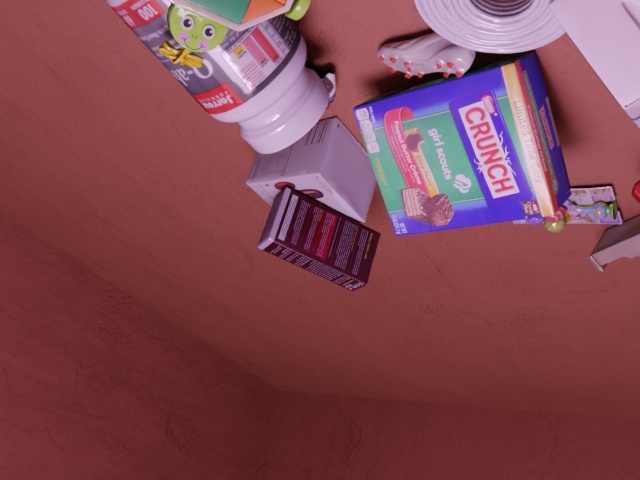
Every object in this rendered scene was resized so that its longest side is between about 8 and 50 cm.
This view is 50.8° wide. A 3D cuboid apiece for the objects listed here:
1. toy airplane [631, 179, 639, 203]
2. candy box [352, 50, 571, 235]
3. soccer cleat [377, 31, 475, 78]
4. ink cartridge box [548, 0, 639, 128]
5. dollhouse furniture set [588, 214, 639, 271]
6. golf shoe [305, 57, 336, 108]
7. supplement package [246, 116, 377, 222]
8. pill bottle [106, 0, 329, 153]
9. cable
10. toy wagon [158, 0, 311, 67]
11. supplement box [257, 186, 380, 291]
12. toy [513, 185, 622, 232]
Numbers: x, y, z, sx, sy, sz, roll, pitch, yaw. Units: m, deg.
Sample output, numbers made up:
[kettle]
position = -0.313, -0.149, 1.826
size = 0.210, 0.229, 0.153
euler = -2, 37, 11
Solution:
[toy airplane]
position = 0.777, -0.012, 1.129
size = 0.384, 0.273, 0.386
euler = 25, -176, -20
[candy box]
position = 0.251, -0.161, 1.208
size = 0.317, 0.122, 0.268
euler = -9, 110, 37
[soccer cleat]
position = 0.181, -0.320, 1.141
size = 0.196, 0.076, 0.068
euler = 18, 169, 45
[ink cartridge box]
position = 0.410, -0.251, 0.891
size = 0.100, 0.172, 0.237
euler = -37, 163, 26
[dollhouse furniture set]
position = 0.721, 0.067, 1.418
size = 0.242, 0.212, 0.161
euler = 48, 147, -3
[golf shoe]
position = -0.062, -0.319, 1.283
size = 0.198, 0.077, 0.094
euler = 16, 136, -3
[supplement package]
position = -0.013, -0.141, 1.491
size = 0.203, 0.149, 0.194
euler = -5, 146, 38
[pill bottle]
position = -0.153, -0.327, 1.102
size = 0.210, 0.210, 0.363
euler = -9, 136, 40
[cable]
position = 0.257, -0.378, 0.951
size = 0.257, 0.089, 0.257
euler = 30, 150, -24
[toy wagon]
position = -0.124, -0.394, 0.912
size = 0.267, 0.344, 0.068
euler = 16, -162, -29
[supplement box]
position = 0.000, 0.000, 1.438
size = 0.239, 0.130, 0.073
euler = 26, 154, -16
[toy]
position = 0.514, -0.056, 1.458
size = 0.237, 0.056, 0.137
euler = -3, 146, 33
